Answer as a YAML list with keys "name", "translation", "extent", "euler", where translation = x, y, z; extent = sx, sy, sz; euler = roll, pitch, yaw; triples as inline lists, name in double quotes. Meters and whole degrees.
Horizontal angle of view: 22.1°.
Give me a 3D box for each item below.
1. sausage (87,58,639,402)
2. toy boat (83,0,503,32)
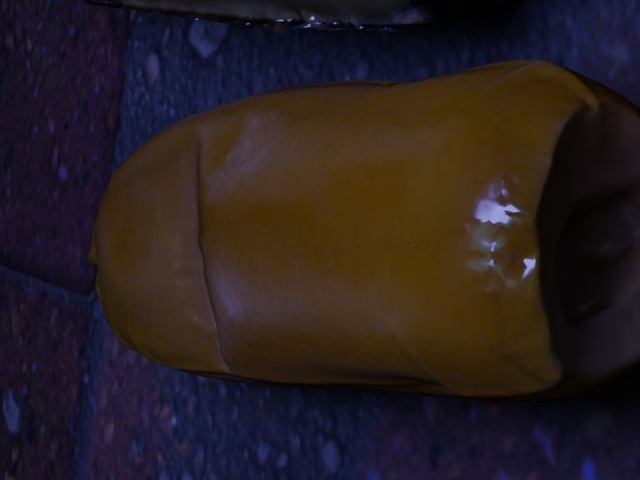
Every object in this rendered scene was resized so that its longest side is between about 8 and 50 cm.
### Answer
- name: "sausage"
  translation: [0.004, -0.001, 0.709]
  extent: [0.354, 0.116, 0.134]
  euler: [1, 101, 56]
- name: "toy boat"
  translation: [-0.040, -0.191, 0.773]
  extent: [0.445, 0.136, 0.162]
  euler: [15, 116, 50]
